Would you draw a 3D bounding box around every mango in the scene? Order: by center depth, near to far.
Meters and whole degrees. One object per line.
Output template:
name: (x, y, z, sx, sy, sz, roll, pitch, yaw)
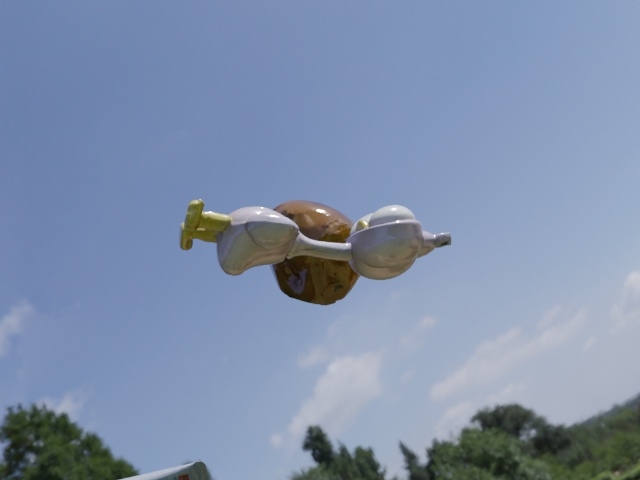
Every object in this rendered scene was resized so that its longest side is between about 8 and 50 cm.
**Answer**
mango: (-0.018, 0.007, 1.559, 0.136, 0.167, 0.236, -24, 23, -40)

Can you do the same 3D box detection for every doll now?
doll: (0.000, 0.001, 1.131, 0.365, 0.094, 0.160, -1, -15, -14)

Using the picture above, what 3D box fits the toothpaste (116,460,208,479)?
toothpaste: (-0.253, 0.334, 1.064, 0.234, 0.089, 0.057, -8, 6, 0)
